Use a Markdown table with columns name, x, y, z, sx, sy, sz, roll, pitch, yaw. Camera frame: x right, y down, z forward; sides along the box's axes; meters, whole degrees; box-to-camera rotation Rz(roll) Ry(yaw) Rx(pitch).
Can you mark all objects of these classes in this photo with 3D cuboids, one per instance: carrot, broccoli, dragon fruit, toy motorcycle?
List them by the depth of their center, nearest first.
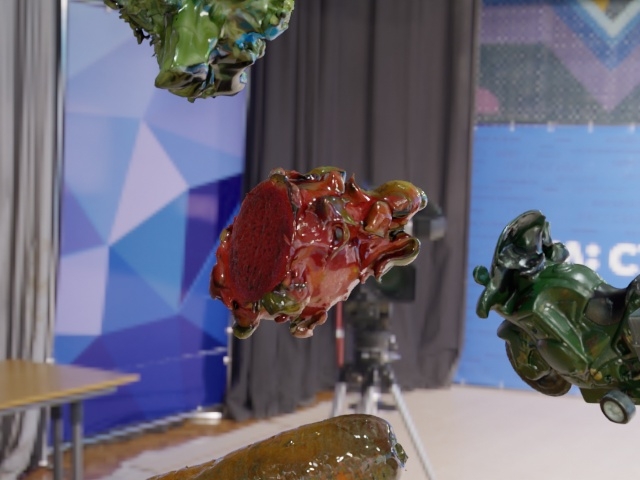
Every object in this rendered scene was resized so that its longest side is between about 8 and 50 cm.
| name | x | y | z | sx | sy | sz | roll | pitch | yaw |
| --- | --- | --- | --- | --- | --- | --- | --- | --- | --- |
| carrot | -0.037 | 0.154 | 0.658 | 0.186 | 0.060 | 0.060 | -18 | 1 | 10 |
| broccoli | -0.093 | -0.168 | 0.786 | 0.155 | 0.160 | 0.167 | 17 | -38 | -26 |
| dragon fruit | 0.000 | 0.000 | 0.903 | 0.208 | 0.133 | 0.150 | -23 | -32 | -10 |
| toy motorcycle | 0.242 | 0.058 | 0.908 | 0.125 | 0.187 | 0.275 | -32 | 14 | -32 |
